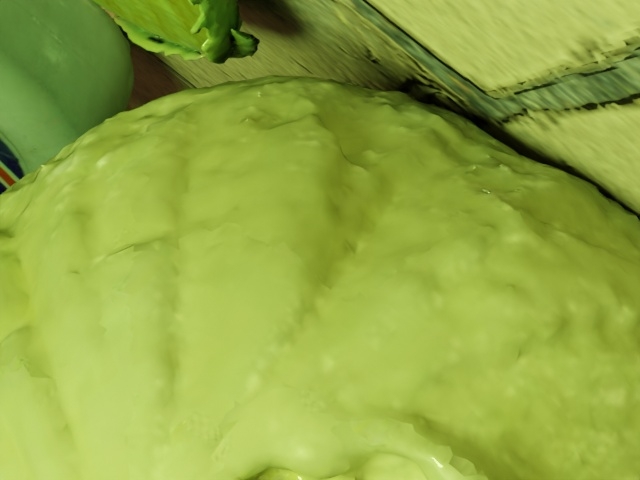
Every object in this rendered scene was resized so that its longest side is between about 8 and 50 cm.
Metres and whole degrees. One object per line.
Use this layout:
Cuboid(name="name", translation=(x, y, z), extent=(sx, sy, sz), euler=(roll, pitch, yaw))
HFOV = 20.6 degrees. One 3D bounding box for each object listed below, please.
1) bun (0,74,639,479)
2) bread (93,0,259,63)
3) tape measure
Cuboid(name="bun", translation=(0.006, 0.129, 0.582), extent=(0.348, 0.353, 0.227), euler=(12, -172, -5))
Cuboid(name="bread", translation=(-0.142, -0.158, 0.629), extent=(0.301, 0.045, 0.301), euler=(36, 177, 2))
Cuboid(name="tape measure", translation=(-0.228, -0.102, 1.017), extent=(0.246, 0.125, 0.243), euler=(-4, 146, 32))
